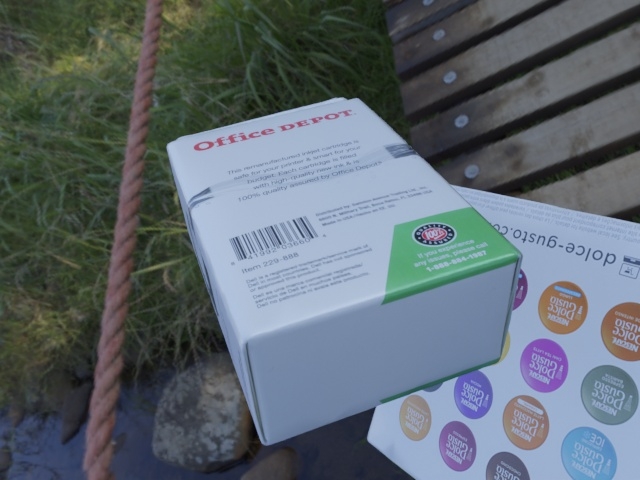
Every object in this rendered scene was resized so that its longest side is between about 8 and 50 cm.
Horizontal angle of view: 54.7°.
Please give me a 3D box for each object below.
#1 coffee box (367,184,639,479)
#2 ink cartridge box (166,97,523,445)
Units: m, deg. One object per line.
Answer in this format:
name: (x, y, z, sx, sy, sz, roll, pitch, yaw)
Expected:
coffee box: (0.319, 0.157, 0.706, 0.337, 0.338, 0.334, 22, 97, 53)
ink cartridge box: (0.000, 0.000, 0.549, 0.211, 0.122, 0.289, -16, 39, -13)
